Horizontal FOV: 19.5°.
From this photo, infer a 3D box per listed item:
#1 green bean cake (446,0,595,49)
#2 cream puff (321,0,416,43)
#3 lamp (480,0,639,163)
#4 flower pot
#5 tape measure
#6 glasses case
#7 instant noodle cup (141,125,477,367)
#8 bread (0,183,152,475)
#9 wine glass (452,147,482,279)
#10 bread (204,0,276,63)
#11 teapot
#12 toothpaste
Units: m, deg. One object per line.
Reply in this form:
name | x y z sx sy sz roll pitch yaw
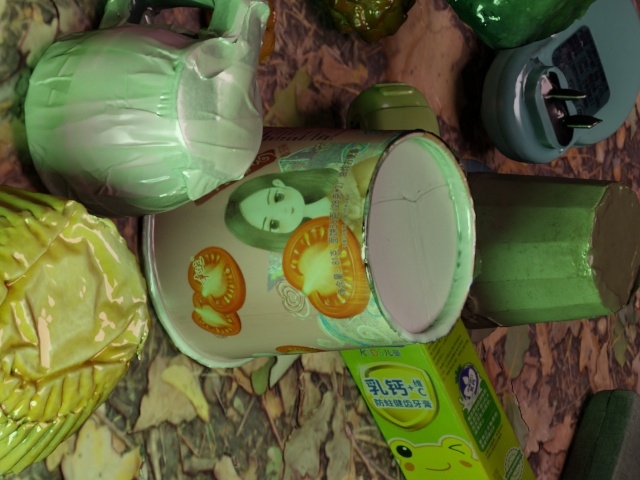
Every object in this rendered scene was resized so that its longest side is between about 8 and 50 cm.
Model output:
green bean cake | 0.195 -0.363 1.930 0.300 0.169 0.308 49 29 12
cream puff | 0.052 -0.261 1.900 0.122 0.094 0.116 -4 88 -49
lamp | 0.279 -0.198 2.164 0.209 0.147 0.284 65 33 -25
flower pot | 0.246 0.015 2.072 0.212 0.202 0.212 -5 96 -56
tape measure | 0.073 -0.079 1.843 0.087 0.154 0.177 -6 79 -11
glasses case | 0.346 0.342 2.296 0.131 0.074 0.323 50 50 -39
instant noodle cup | 0.000 0.000 1.700 0.243 0.231 0.243 2 88 -55
bread | -0.246 0.070 1.433 0.240 0.139 0.240 2 87 -51
wine glass | 0.132 -0.032 1.962 0.198 0.066 0.066 -92 158 -56
bread | -0.075 -0.203 1.761 0.081 0.046 0.083 32 64 -46
teapot | -0.124 -0.120 1.576 0.221 0.178 0.163 -58 133 -39
toothpaste | 0.128 0.188 1.970 0.077 0.110 0.327 -53 129 -38
